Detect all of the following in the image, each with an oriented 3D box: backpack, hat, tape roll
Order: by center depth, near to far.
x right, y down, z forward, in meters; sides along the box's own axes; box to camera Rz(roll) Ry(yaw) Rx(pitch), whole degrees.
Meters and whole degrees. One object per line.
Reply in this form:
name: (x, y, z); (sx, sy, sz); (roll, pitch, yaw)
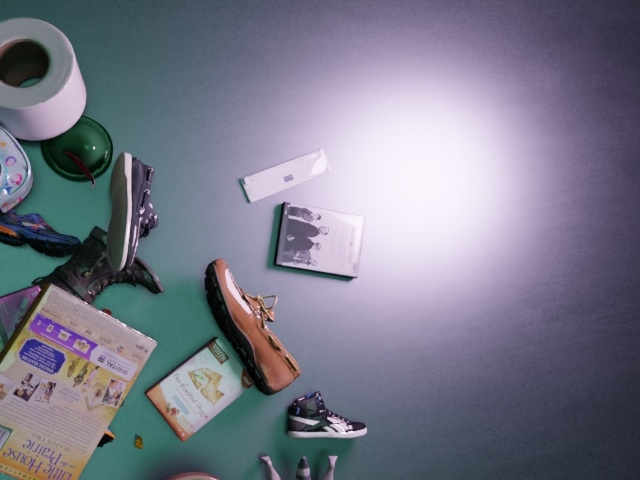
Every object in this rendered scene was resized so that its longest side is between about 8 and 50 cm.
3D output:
backpack: (-0.819, -0.157, 1.750); (0.254, 0.191, 0.225); (-37, 90, -23)
tape roll: (-0.702, -0.386, 1.788); (0.246, 0.169, 0.246); (2, 72, -6)
hat: (-0.588, -0.239, 1.824); (0.208, 0.183, 0.173); (40, 74, -9)

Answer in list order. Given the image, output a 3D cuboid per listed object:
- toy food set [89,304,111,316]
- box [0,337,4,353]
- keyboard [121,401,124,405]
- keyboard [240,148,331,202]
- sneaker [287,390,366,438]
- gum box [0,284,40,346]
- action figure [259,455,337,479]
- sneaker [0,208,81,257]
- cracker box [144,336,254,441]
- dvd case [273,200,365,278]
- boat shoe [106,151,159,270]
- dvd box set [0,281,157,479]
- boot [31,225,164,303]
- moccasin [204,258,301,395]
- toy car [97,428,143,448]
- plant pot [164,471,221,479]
toy food set: (-0.550, 0.225, 1.870); (0.078, 0.019, 0.122); (6, 77, -16)
box: (-0.841, 0.224, 1.771); (0.207, 0.036, 0.114); (2, 83, -17)
keyboard: (-0.562, 0.341, 1.835); (0.108, 0.023, 0.180); (-16, 97, -15)
keyboard: (-0.093, -0.181, 2.060); (0.256, 0.014, 0.072); (-23, 96, -18)
sneaker: (0.022, 0.464, 1.983); (0.217, 0.079, 0.121); (2, 84, -15)
gum box: (-0.702, 0.213, 1.773); (0.107, 0.062, 0.188); (-23, 100, -39)
action figure: (-0.098, 0.716, 1.873); (0.342, 0.178, 0.330); (5, 73, -18)
sneaker: (-0.688, -0.025, 1.808); (0.221, 0.083, 0.087); (16, 62, 0)
cracker box: (-0.309, 0.377, 1.899); (0.232, 0.067, 0.155); (-38, 96, -18)
dvd case: (0.000, 0.000, 2.057); (0.239, 0.029, 0.179); (10, 81, -16)
boat shoe: (-0.457, -0.066, 1.843); (0.113, 0.127, 0.340); (17, 44, -33)
dvd box set: (-0.620, 0.351, 1.742); (0.308, 0.062, 0.420); (35, 76, -29)
boot: (-0.550, 0.116, 1.852); (0.263, 0.091, 0.229); (38, 75, 1)
moccasin: (-0.173, 0.212, 1.924); (0.147, 0.139, 0.380); (-32, 91, -24)
toy car: (-0.508, 0.497, 1.852); (0.122, 0.060, 0.040); (27, 32, -29)
plant pot: (-0.318, 0.677, 1.777); (0.263, 0.229, 0.262); (2, 82, -16)
